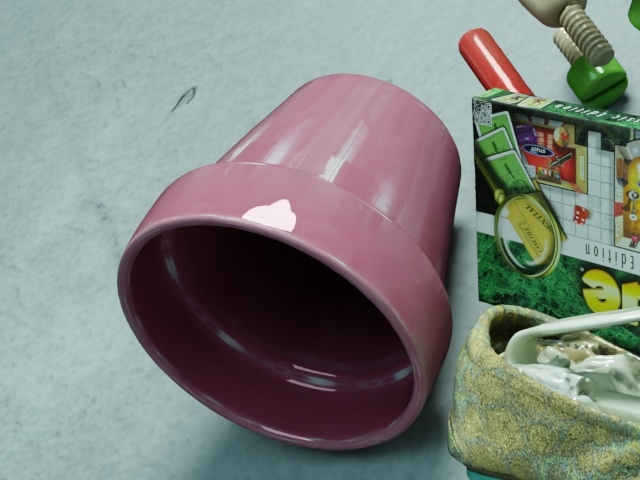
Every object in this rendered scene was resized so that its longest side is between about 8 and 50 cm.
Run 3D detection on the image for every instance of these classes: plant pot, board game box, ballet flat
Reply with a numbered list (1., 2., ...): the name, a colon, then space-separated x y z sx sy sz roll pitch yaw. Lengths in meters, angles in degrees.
1. plant pot: 0.000 0.000 1.019 0.201 0.201 0.180 -7 39 34
2. board game box: 0.191 0.000 0.910 0.030 0.136 0.259 -24 27 -38
3. ballet flat: 0.205 0.093 0.815 0.348 0.123 0.123 9 64 45

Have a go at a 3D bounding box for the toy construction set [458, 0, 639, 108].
1. toy construction set: 0.240 -0.139 0.931 0.309 0.257 0.237 -49 51 27
